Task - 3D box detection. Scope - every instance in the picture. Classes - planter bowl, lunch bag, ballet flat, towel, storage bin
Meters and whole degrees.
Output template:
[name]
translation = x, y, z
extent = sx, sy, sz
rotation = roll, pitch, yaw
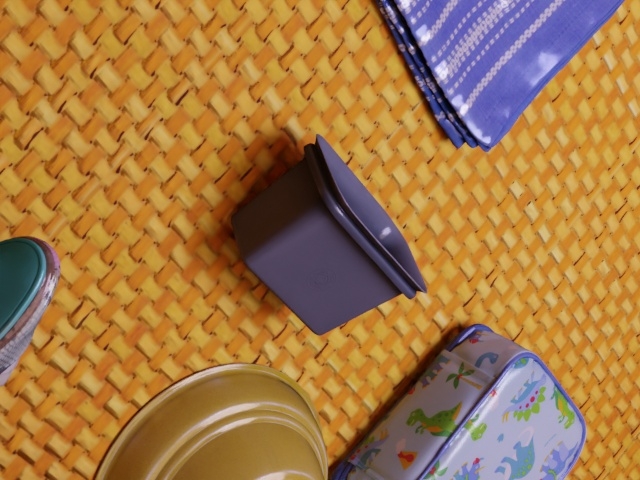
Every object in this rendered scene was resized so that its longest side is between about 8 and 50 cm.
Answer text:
[planter bowl]
translation = -0.061, 0.210, 1.027
extent = 0.217, 0.090, 0.217
rotation = -17, 119, -32
[lunch bag]
translation = 0.122, 0.198, 1.165
extent = 0.219, 0.090, 0.176
rotation = -50, 130, -10
[ballet flat]
translation = -0.243, 0.088, 0.853
extent = 0.221, 0.077, 0.079
rotation = -45, 148, -8
[towel]
translation = 0.127, -0.255, 1.010
extent = 0.243, 0.040, 0.336
rotation = -46, 130, -15
[storage bin]
translation = 0.000, 0.000, 0.994
extent = 0.091, 0.098, 0.135
rotation = -32, 132, 11
